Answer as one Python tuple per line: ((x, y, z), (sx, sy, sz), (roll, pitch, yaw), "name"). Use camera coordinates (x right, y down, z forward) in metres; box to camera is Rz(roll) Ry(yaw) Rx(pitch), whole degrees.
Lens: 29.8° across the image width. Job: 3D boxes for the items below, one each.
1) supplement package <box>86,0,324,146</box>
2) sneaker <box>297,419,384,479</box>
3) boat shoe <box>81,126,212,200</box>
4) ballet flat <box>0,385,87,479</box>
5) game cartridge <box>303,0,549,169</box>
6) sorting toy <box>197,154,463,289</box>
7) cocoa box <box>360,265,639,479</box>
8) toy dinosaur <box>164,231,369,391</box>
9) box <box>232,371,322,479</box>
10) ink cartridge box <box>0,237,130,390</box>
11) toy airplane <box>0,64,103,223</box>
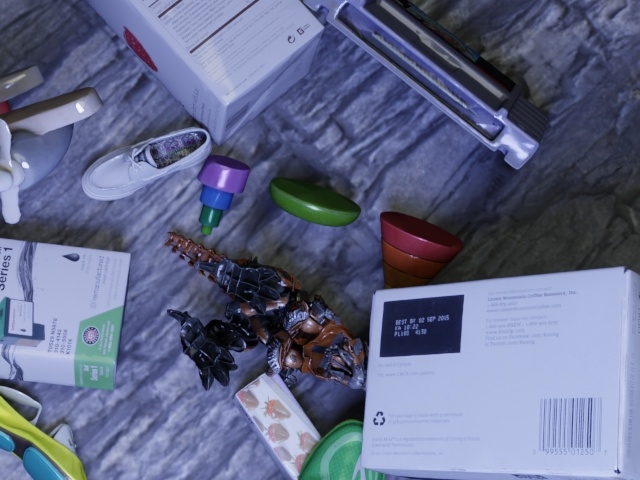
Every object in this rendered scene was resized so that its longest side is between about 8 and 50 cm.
((-0.164, -0.306, 1.604), (0.175, 0.177, 0.293), (-41, 85, -14), "supplement package")
((-0.005, 0.349, 1.429), (0.109, 0.123, 0.295), (32, 70, 0), "sneaker")
((-0.230, -0.105, 1.606), (0.184, 0.063, 0.066), (-15, 79, -12), "boat shoe")
((-0.359, 0.246, 1.503), (0.231, 0.077, 0.077), (36, 52, 3), "ballet flat")
((0.153, -0.243, 1.620), (0.355, 0.230, 0.068), (38, 114, 2), "game cartridge")
((0.000, 0.000, 1.613), (0.365, 0.127, 0.126), (18, 104, -1), "sorting toy")
((0.255, 0.178, 1.435), (0.228, 0.347, 0.231), (23, 66, -47), "cocoa box")
((-0.077, 0.097, 1.534), (0.322, 0.218, 0.164), (13, 98, 25), "toy dinosaur")
((0.002, 0.314, 1.539), (0.063, 0.067, 0.324), (-34, 83, -14), "box")
((-0.358, 0.090, 1.512), (0.219, 0.092, 0.160), (7, 62, -7), "ink cartridge box")
((-0.473, -0.088, 1.436), (0.384, 0.386, 0.272), (-16, 91, -22), "toy airplane")
